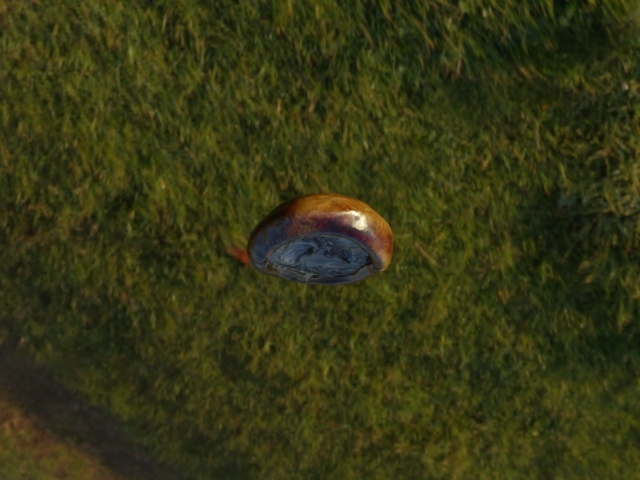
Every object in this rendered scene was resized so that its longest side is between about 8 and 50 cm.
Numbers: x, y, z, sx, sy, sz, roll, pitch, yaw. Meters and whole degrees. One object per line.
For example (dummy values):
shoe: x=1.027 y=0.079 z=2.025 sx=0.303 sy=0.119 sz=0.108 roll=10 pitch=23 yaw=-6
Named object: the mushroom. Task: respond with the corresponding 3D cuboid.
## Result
mushroom: x=0.000 y=0.000 z=0.760 sx=0.123 sy=0.052 sz=0.123 roll=4 pitch=154 yaw=2
